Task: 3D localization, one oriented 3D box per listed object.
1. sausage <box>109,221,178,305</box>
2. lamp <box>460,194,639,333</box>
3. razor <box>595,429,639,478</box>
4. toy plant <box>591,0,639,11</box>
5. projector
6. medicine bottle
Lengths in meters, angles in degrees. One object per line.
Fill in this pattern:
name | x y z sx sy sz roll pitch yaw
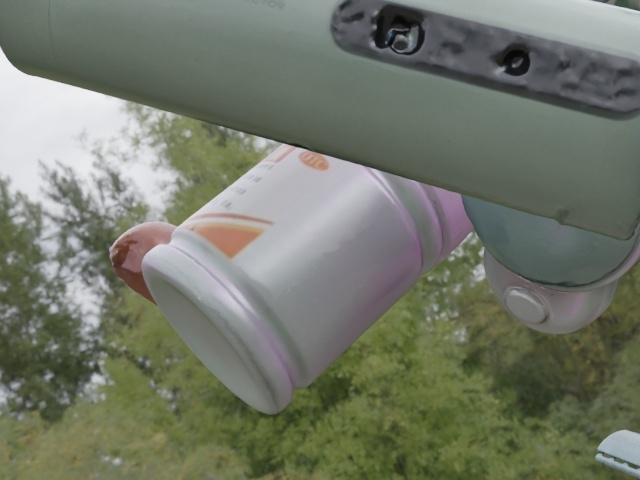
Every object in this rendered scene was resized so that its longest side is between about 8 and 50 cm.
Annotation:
sausage | -0.243 0.059 1.551 0.148 0.254 0.148 -50 6 7
lamp | 0.189 -0.023 0.734 0.108 0.179 0.246 -27 -48 -32
razor | 0.417 0.341 1.044 0.068 0.232 0.106 -26 10 -16
toy plant | 0.469 -0.479 1.382 0.247 0.247 0.332 -34 -21 29
projector | 0.005 -0.095 0.446 0.337 0.108 0.108 16 -12 11
medicine bottle | 0.000 0.000 0.892 0.316 0.202 0.202 -40 -10 -22
